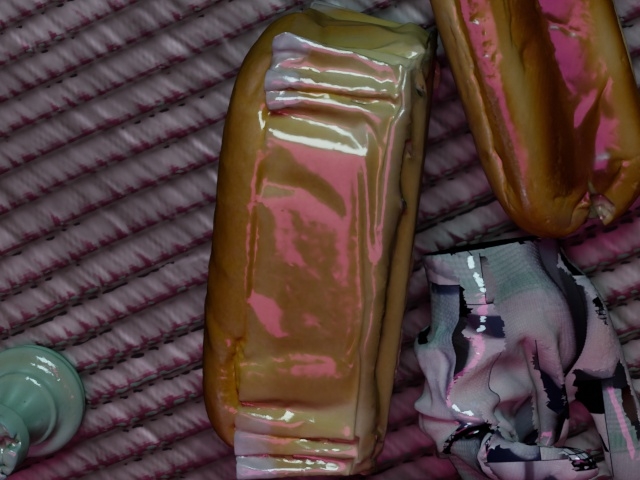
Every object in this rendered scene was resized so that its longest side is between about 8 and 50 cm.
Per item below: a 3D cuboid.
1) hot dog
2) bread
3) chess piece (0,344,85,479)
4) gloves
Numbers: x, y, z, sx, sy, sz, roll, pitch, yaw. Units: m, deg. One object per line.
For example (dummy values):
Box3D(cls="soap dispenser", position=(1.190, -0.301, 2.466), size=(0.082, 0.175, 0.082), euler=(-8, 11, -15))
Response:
Box3D(cls="hot dog", position=(0.105, -0.122, 1.044), size=(0.100, 0.068, 0.249), euler=(-20, 102, -20))
Box3D(cls="bread", position=(0.000, 0.000, 1.057), size=(0.107, 0.136, 0.241), euler=(9, 105, 7))
Box3D(cls="chess piece", position=(-0.177, 0.103, 1.125), size=(0.067, 0.103, 0.067), euler=(2, 103, 9))
Box3D(cls="gloves", position=(0.118, 0.105, 1.075), size=(0.111, 0.127, 0.212), euler=(-8, 92, 23))
